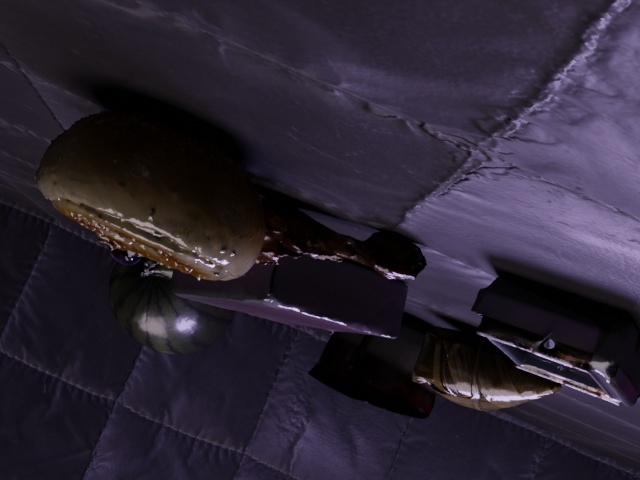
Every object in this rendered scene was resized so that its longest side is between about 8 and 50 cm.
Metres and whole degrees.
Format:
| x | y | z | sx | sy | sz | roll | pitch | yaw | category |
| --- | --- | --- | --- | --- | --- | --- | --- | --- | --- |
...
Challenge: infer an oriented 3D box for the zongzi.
| x | y | z | sx | sy | sz | roll | pitch | yaw | category |
| --- | --- | --- | --- | --- | --- | --- | --- | --- | --- |
| 0.358 | 0.261 | 1.890 | 0.288 | 0.134 | 0.286 | 7 | 170 | 38 | zongzi |

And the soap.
| x | y | z | sx | sy | sz | roll | pitch | yaw | category |
| --- | --- | --- | --- | --- | --- | --- | --- | --- | --- |
| -0.057 | 0.082 | 1.688 | 0.285 | 0.107 | 0.296 | 18 | 169 | -40 | soap |

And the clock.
| x | y | z | sx | sy | sz | roll | pitch | yaw | category |
| --- | --- | --- | --- | --- | --- | --- | --- | --- | --- |
| 0.309 | 0.129 | 1.294 | 0.186 | 0.083 | 0.253 | 18 | 171 | 28 | clock |

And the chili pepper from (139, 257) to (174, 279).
| x | y | z | sx | sy | sz | roll | pitch | yaw | category |
| --- | --- | --- | --- | --- | --- | --- | --- | --- | --- |
| -0.229 | 0.033 | 2.034 | 0.265 | 0.148 | 0.116 | 16 | -165 | 32 | chili pepper |

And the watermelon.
| x | y | z | sx | sy | sz | roll | pitch | yaw | category |
| --- | --- | --- | --- | --- | --- | --- | --- | --- | --- |
| -0.322 | 0.117 | 2.273 | 0.279 | 0.278 | 0.359 | 21 | 174 | 17 | watermelon |

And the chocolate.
| x | y | z | sx | sy | sz | roll | pitch | yaw | category |
| --- | --- | --- | --- | --- | --- | --- | --- | --- | --- |
| 0.131 | 0.241 | 2.135 | 0.284 | 0.186 | 0.283 | 18 | 180 | 0 | chocolate |

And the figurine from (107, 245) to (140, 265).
| x | y | z | sx | sy | sz | roll | pitch | yaw | category |
| --- | --- | --- | --- | --- | --- | --- | --- | --- | --- |
| -0.319 | -0.022 | 1.861 | 0.145 | 0.145 | 0.222 | 28 | 167 | -29 | figurine |

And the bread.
| x | y | z | sx | sy | sz | roll | pitch | yaw | category |
| --- | --- | --- | --- | --- | --- | --- | --- | --- | --- |
| -0.199 | -0.058 | 1.243 | 0.306 | 0.158 | 0.305 | 19 | 171 | 3 | bread |

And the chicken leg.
| x | y | z | sx | sy | sz | roll | pitch | yaw | category |
| --- | --- | --- | --- | --- | --- | --- | --- | --- | --- |
| 0.000 | 0.000 | 1.365 | 0.304 | 0.093 | 0.113 | 10 | -176 | 26 | chicken leg |
